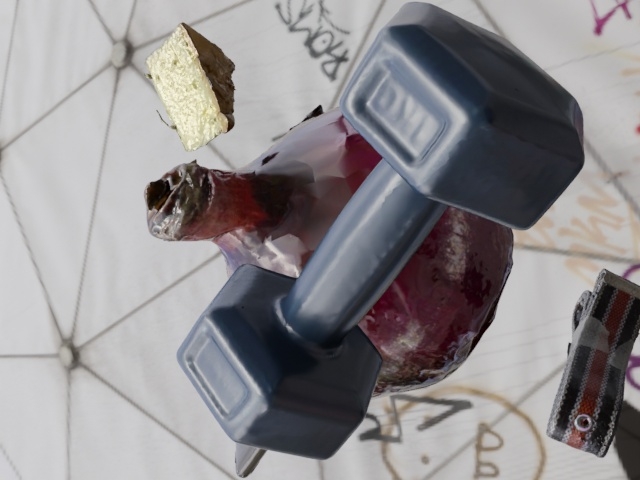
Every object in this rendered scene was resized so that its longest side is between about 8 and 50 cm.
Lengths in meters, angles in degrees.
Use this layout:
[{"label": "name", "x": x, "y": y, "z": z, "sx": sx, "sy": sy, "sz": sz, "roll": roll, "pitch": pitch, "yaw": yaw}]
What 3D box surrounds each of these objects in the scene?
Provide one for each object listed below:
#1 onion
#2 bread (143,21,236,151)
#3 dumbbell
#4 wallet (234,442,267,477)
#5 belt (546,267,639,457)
[{"label": "onion", "x": 0.000, "y": 0.000, "z": 0.854, "sx": 0.386, "sy": 0.348, "sz": 0.347, "roll": 14, "pitch": -115, "yaw": -29}, {"label": "bread", "x": -0.144, "y": -0.157, "z": 0.868, "sx": 0.080, "sy": 0.084, "sz": 0.109, "roll": 30, "pitch": -137, "yaw": -39}, {"label": "dumbbell", "x": 0.031, "y": 0.004, "z": 0.551, "sx": 0.157, "sy": 0.316, "sz": 0.143, "roll": 18, "pitch": -146, "yaw": -27}, {"label": "wallet", "x": -0.080, "y": 0.256, "z": 1.212, "sx": 0.031, "sy": 0.198, "sz": 0.110, "roll": 17, "pitch": -146, "yaw": -22}, {"label": "belt", "x": 0.419, "y": 0.177, "z": 1.217, "sx": 0.094, "sy": 0.126, "sz": 0.359, "roll": 27, "pitch": -137, "yaw": 10}]
